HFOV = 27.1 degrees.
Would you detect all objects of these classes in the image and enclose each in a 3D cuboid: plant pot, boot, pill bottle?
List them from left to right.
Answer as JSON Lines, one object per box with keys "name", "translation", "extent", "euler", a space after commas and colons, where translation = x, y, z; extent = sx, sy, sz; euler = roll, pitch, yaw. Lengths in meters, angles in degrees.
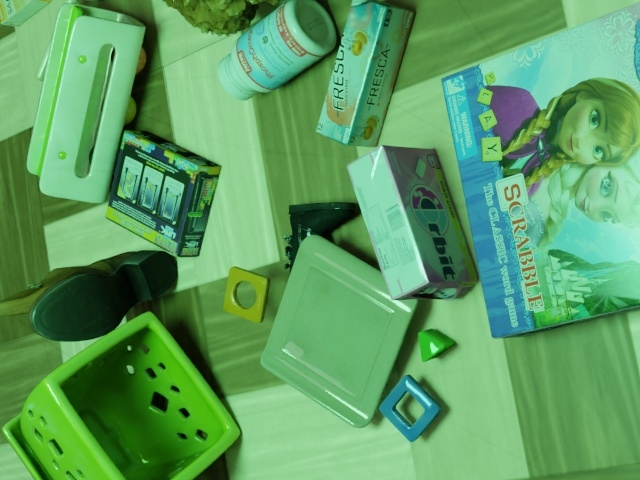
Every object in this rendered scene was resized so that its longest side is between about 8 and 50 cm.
{"name": "boot", "translation": [-0.393, 0.080, 1.946], "extent": [0.280, 0.264, 0.096], "euler": [-6, 112, 39]}
{"name": "plant pot", "translation": [-0.292, 0.270, 1.854], "extent": [0.207, 0.227, 0.228], "euler": [-37, 88, 42]}
{"name": "pill bottle", "translation": [-0.062, -0.251, 1.766], "extent": [0.160, 0.087, 0.087], "euler": [-30, 71, 37]}
{"name": "boot", "translation": [0.000, 0.000, 1.743], "extent": [0.121, 0.045, 0.099], "euler": [-4, 87, 46]}

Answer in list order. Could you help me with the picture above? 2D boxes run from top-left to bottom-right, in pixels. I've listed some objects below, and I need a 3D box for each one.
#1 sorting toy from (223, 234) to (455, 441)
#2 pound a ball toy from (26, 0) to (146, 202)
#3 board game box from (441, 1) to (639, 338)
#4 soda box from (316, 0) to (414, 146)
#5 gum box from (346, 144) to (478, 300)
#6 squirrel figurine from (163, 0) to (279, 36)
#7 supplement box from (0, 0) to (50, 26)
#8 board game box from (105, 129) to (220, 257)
{"name": "sorting toy", "translation": [0.026, 0.113, 1.706], "extent": [0.348, 0.047, 0.196], "euler": [31, 111, 26]}
{"name": "pound a ball toy", "translation": [-0.349, -0.239, 2.011], "extent": [0.208, 0.136, 0.319], "euler": [41, 118, 62]}
{"name": "board game box", "translation": [0.302, -0.075, 1.464], "extent": [0.318, 0.066, 0.318], "euler": [-18, 78, 39]}
{"name": "soda box", "translation": [0.056, -0.212, 1.680], "extent": [0.058, 0.063, 0.183], "euler": [26, 107, 38]}
{"name": "gum box", "translation": [0.114, -0.017, 1.601], "extent": [0.062, 0.107, 0.188], "euler": [-29, 72, 38]}
{"name": "squirrel figurine", "translation": [-0.168, -0.464, 1.714], "extent": [0.370, 0.281, 0.397], "euler": [0, 96, 33]}
{"name": "supplement box", "translation": [-0.487, -0.399, 2.169], "extent": [0.098, 0.036, 0.062], "euler": [-26, 73, 38]}
{"name": "board game box", "translation": [-0.232, -0.070, 1.942], "extent": [0.170, 0.048, 0.141], "euler": [27, 109, 37]}
